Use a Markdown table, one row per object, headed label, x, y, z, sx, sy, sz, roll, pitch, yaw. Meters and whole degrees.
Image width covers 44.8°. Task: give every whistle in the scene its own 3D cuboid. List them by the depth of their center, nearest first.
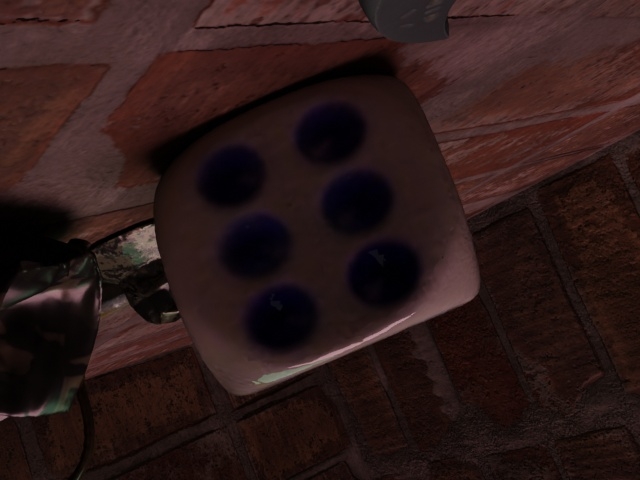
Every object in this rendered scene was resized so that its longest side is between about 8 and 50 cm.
| label | x | y | z | sx | sy | sz | roll | pitch | yaw |
| --- | --- | --- | --- | --- | --- | --- | --- | --- | --- |
| whistle | -0.439 | 0.133 | 1.331 | 0.326 | 0.057 | 0.068 | -24 | 169 | 12 |

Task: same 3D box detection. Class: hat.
| label | x | y | z | sx | sy | sz | roll | pitch | yaw |
| --- | --- | --- | --- | --- | --- | --- | --- | --- | --- |
| hat | -0.439 | 0.119 | 0.819 | 0.381 | 0.257 | 0.366 | 0 | 159 | -7 |
| hat | -0.223 | 0.052 | 1.156 | 0.265 | 0.128 | 0.265 | -24 | 175 | -2 |

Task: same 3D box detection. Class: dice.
| label | x | y | z | sx | sy | sz | roll | pitch | yaw |
| --- | --- | --- | --- | --- | --- | --- | --- | --- | --- |
| dice | 0.000 | 0.000 | 0.897 | 0.304 | 0.277 | 0.304 | -21 | 173 | 3 |

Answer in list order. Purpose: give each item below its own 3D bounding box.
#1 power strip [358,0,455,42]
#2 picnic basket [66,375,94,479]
| label | x | y | z | sx | sy | sz | roll | pitch | yaw |
| --- | --- | --- | --- | --- | --- | --- | --- | --- | --- |
| power strip | 0.117 | -0.221 | 0.541 | 0.167 | 0.054 | 0.253 | -17 | 171 | -39 |
| picnic basket | -0.473 | 0.250 | 1.093 | 0.292 | 0.337 | 0.337 | -20 | 171 | -18 |
